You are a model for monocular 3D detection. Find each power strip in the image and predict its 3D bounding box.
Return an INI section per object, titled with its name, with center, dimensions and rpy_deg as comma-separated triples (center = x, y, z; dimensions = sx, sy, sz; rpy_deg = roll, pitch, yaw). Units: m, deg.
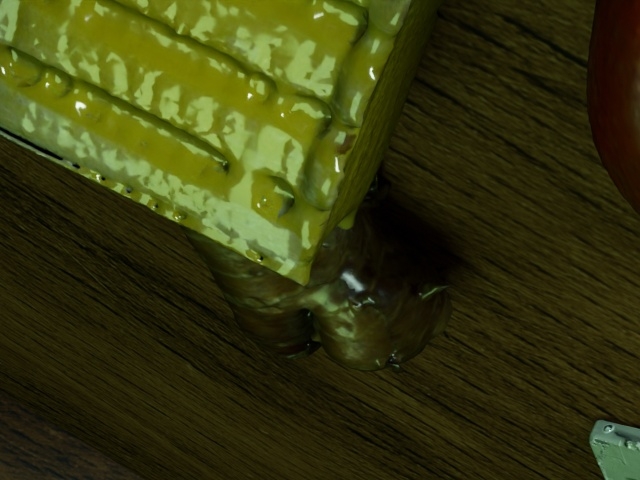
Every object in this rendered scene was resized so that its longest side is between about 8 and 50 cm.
[power strip]
center = 0.364, 0.269, 1.618
dimensions = 0.081, 0.035, 0.192
rpy_deg = 12, 147, 34

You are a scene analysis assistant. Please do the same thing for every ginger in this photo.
[ginger]
center = 0.000, 0.000, 1.389
dimensions = 0.254, 0.176, 0.418
rpy_deg = 5, 146, 22

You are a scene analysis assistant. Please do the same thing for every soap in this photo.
[soap]
center = -0.088, -0.164, 1.106
dimensions = 0.335, 0.156, 0.293
rpy_deg = 24, 125, 11

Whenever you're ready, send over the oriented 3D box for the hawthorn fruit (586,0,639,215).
[hawthorn fruit]
center = 0.285, -0.108, 0.806
dimensions = 0.311, 0.295, 0.295
rpy_deg = 45, 150, -25
